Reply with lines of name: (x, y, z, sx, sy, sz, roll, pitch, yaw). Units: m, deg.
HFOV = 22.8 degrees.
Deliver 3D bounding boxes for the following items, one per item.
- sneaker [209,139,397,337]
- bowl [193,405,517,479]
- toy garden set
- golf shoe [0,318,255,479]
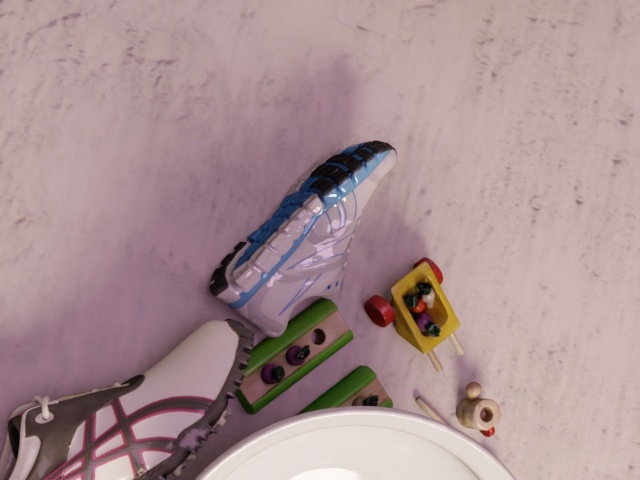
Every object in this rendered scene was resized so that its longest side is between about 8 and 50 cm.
sneaker: (0.000, 0.000, 1.278, 0.190, 0.071, 0.083, -45, 112, -12)
bowl: (0.014, 0.246, 1.201, 0.298, 0.134, 0.297, -2, 103, -7)
toy garden set: (0.067, 0.152, 1.303, 0.204, 0.049, 0.244, -36, 102, -23)
golf shoe: (-0.159, 0.143, 1.170, 0.120, 0.105, 0.273, 45, 69, -8)
